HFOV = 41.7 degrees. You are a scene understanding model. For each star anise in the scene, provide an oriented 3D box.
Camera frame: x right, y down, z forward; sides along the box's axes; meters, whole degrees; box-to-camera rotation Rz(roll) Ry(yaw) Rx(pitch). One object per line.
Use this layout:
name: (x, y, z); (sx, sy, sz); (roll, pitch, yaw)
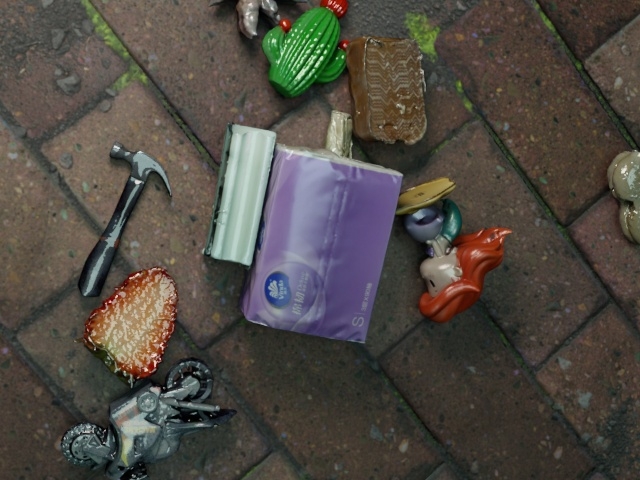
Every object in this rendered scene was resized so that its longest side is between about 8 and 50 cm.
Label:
star anise: (-0.129, -0.497, 1.598); (0.229, 0.093, 0.237); (12, 86, -12)

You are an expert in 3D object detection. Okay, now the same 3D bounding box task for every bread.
bread: (0.753, -0.056, 1.799); (0.337, 0.102, 0.183); (25, 85, -11)

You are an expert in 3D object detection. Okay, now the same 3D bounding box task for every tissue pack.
tissue pack: (0.000, 0.000, 1.574); (0.242, 0.160, 0.339); (10, 98, -14)

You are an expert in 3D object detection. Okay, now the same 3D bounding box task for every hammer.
hammer: (-0.376, -0.027, 1.574); (0.137, 0.037, 0.290); (22, 85, -10)

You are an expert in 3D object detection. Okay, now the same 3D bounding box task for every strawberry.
strawberry: (-0.340, 0.161, 1.565); (0.167, 0.087, 0.208); (47, 65, -8)

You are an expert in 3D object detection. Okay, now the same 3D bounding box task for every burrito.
burrito: (0.033, -0.163, 1.663); (0.058, 0.045, 0.188); (8, 91, 13)

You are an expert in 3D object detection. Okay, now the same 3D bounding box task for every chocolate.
chocolate: (0.126, -0.289, 1.650); (0.148, 0.093, 0.214); (-4, 93, -29)

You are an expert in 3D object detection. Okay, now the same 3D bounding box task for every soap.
soap: (-0.153, -0.081, 1.566); (0.094, 0.150, 0.262); (10, 89, -9)

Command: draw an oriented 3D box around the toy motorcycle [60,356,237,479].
toy motorcycle: (-0.317, 0.348, 1.561); (0.307, 0.108, 0.173); (-30, 106, -12)

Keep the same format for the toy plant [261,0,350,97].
toy plant: (-0.010, -0.378, 1.634); (0.240, 0.088, 0.155); (-37, 115, -24)

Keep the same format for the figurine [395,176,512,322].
figurine: (0.256, 0.015, 1.654); (0.208, 0.181, 0.257); (-36, 107, -39)
